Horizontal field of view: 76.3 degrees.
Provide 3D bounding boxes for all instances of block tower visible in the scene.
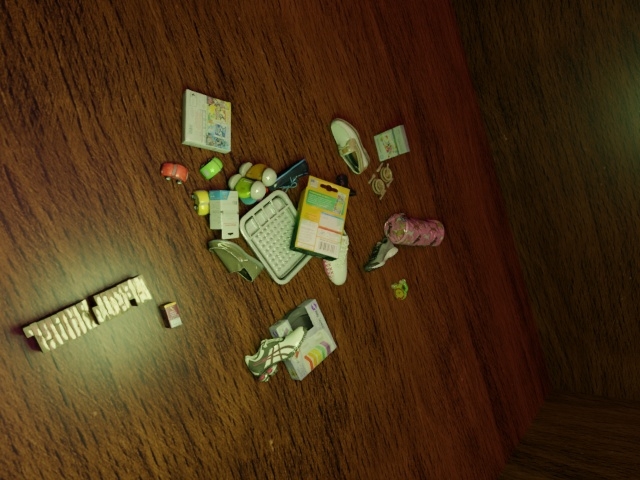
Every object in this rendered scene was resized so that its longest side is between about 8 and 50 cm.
[{"bbox_3d":[-0.691,0.217,1.228,0.335,0.090,0.097,-28,101,-39],"label":"block tower"}]

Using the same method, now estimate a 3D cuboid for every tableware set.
[{"bbox_3d":[0.348,-0.335,2.247,0.128,0.039,0.194,50,55,-23],"label":"tableware set"}]

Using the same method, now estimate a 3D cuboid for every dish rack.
[{"bbox_3d":[-0.184,-0.012,1.716,0.285,0.072,0.333,-46,113,-36],"label":"dish rack"}]

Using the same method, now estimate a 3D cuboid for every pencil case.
[{"bbox_3d":[0.535,-0.053,2.290,0.386,0.160,0.167,6,109,-40],"label":"pencil case"}]

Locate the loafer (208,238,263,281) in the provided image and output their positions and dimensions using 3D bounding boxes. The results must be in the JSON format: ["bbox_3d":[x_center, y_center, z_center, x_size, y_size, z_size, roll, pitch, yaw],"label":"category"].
[{"bbox_3d":[-0.326,0.079,1.562,0.251,0.094,0.088,36,57,-32],"label":"loafer"}]

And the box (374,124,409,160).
[{"bbox_3d":[0.385,-0.526,2.212,0.038,0.186,0.145,-18,95,-39],"label":"box"}]

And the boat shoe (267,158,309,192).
[{"bbox_3d":[-0.126,-0.274,1.786,0.258,0.109,0.089,-40,113,-35],"label":"boat shoe"}]

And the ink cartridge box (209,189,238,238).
[{"bbox_3d":[-0.365,-0.098,1.547,0.104,0.060,0.180,-9,100,-64],"label":"ink cartridge box"}]

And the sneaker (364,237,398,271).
[{"bbox_3d":[0.297,0.077,2.112,0.271,0.100,0.108,-38,98,-44],"label":"sneaker"}]

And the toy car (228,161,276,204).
[{"bbox_3d":[-0.269,-0.220,1.646,0.182,0.159,0.136,-57,155,-31],"label":"toy car"}]

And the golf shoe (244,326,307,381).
[{"bbox_3d":[-0.168,0.421,1.586,0.273,0.105,0.120,-43,96,-6],"label":"golf shoe"}]

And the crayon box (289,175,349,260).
[{"bbox_3d":[0.000,-0.092,1.754,0.203,0.083,0.323,17,73,-20],"label":"crayon box"}]

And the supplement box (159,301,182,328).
[{"bbox_3d":[-0.514,0.256,1.398,0.043,0.055,0.083,-19,97,-41],"label":"supplement box"}]

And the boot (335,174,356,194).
[{"bbox_3d":[0.130,-0.277,2.050,0.121,0.045,0.099,2,78,-40],"label":"boot"}]

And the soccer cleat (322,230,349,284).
[{"bbox_3d":[0.076,0.045,1.882,0.116,0.143,0.332,-14,92,-40],"label":"soccer cleat"}]

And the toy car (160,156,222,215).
[{"bbox_3d":[-0.446,-0.243,1.536,0.239,0.053,0.225,52,54,-22],"label":"toy car"}]

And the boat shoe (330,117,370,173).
[{"bbox_3d":[0.145,-0.470,2.045,0.302,0.113,0.103,49,50,-25],"label":"boat shoe"}]

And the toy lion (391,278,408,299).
[{"bbox_3d":[0.432,0.268,2.189,0.034,0.100,0.096,-20,77,-43],"label":"toy lion"}]

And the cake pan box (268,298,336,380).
[{"bbox_3d":[-0.073,0.415,1.748,0.245,0.070,0.267,-31,103,-42],"label":"cake pan box"}]

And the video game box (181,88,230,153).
[{"bbox_3d":[-0.440,-0.458,1.580,0.187,0.048,0.205,5,80,-38],"label":"video game box"}]
